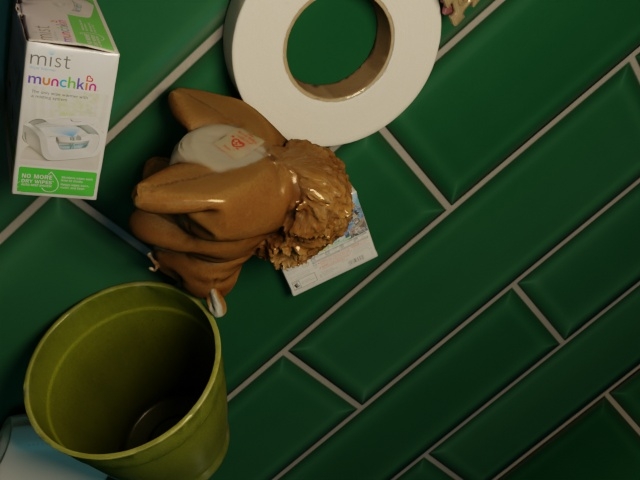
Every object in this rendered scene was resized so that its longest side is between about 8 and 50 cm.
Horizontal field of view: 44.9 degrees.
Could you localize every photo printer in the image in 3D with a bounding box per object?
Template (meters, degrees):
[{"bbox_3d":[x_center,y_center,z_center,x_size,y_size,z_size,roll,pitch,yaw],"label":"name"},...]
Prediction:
[{"bbox_3d":[-0.594,0.501,1.671,0.256,0.107,0.307,18,115,-32],"label":"photo printer"}]

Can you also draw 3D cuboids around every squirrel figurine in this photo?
[{"bbox_3d":[-0.133,-0.025,1.367,0.397,0.281,0.370,6,136,-9],"label":"squirrel figurine"}]

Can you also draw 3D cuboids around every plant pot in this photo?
[{"bbox_3d":[-0.336,0.330,1.540,0.367,0.366,0.353,-22,141,-8],"label":"plant pot"}]

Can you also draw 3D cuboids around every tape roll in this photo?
[{"bbox_3d":[0.025,-0.352,1.360,0.392,0.072,0.392,-12,126,-16],"label":"tape roll"}]

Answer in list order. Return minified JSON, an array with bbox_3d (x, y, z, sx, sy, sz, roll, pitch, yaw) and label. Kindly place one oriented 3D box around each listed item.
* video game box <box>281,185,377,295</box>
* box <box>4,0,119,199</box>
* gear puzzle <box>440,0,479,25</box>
[{"bbox_3d":[0.000,0.000,1.614,0.205,0.048,0.187,-25,131,-5],"label":"video game box"},{"bbox_3d":[-0.394,-0.226,1.144,0.127,0.262,0.231,3,121,-26],"label":"box"},{"bbox_3d":[0.303,-0.544,1.325,0.339,0.044,0.175,-48,144,-5],"label":"gear puzzle"}]
